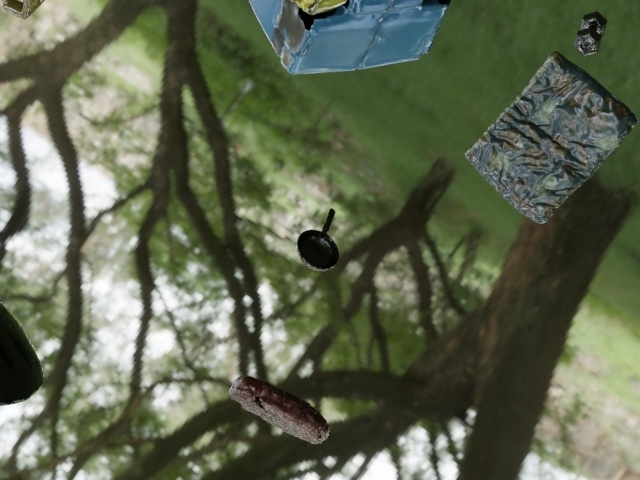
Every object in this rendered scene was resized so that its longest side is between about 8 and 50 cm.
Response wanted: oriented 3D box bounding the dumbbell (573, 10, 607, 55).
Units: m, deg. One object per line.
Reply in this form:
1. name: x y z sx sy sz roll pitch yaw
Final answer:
1. dumbbell: 0.385 -0.295 1.690 0.036 0.040 0.083 15 -144 12

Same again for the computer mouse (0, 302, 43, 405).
1. computer mouse: -0.365 0.059 1.051 0.264 0.088 0.147 16 -160 -20

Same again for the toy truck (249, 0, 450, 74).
1. toy truck: 0.051 -0.300 0.864 0.161 0.385 0.162 -12 -125 -27

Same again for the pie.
1. pie: -0.052 0.223 1.557 0.153 0.038 0.153 26 166 7

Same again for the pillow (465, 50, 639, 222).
1. pillow: 0.385 -0.169 2.001 0.189 0.255 0.034 41 -156 3

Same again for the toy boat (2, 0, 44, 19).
1. toy boat: -0.266 -0.289 0.960 0.068 0.226 0.088 28 -137 36

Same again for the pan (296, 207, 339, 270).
1. pan: 0.000 0.000 1.765 0.068 0.023 0.115 29 -129 -9
